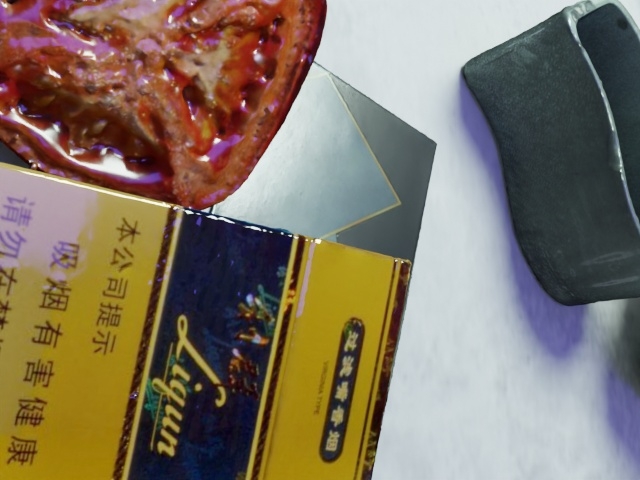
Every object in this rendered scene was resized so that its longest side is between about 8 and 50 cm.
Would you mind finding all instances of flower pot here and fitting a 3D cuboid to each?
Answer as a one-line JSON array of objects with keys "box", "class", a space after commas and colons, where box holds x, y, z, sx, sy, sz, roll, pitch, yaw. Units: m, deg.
[{"box": [0.209, -0.064, 0.655, 0.103, 0.108, 0.229, -19, 92, -39], "class": "flower pot"}]

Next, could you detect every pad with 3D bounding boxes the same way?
[{"box": [0.000, 0.000, 0.547, 0.164, 0.004, 0.242, 27, 64, -29], "class": "pad"}]

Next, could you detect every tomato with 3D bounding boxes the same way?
[{"box": [-0.098, -0.108, 0.438, 0.174, 0.082, 0.166, 20, 102, -33], "class": "tomato"}]

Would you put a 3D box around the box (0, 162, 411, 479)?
[{"box": [-0.074, 0.060, 0.418, 0.237, 0.070, 0.152, 14, 85, -32], "class": "box"}]
